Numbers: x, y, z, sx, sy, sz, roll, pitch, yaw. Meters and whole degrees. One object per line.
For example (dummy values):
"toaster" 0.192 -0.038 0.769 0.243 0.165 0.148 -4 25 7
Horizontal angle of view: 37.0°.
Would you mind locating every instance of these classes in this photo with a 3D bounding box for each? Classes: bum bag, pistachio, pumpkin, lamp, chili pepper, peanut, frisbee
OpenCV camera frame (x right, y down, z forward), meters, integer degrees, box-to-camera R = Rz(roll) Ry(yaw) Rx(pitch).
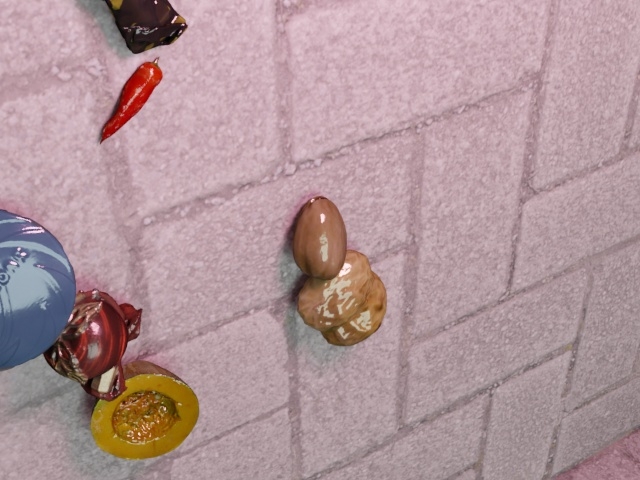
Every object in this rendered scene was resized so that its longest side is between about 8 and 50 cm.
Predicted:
"bum bag" -0.287 -0.377 1.455 0.106 0.060 0.232 -47 141 -12
"pistachio" 0.000 0.000 1.946 0.126 0.108 0.185 -19 119 -22
"pumpkin" -0.361 0.327 1.927 0.218 0.110 0.217 -12 130 -15
"lamp" -0.412 0.192 1.725 0.223 0.151 0.215 16 102 -39
"chili pepper" -0.313 -0.228 1.576 0.178 0.027 0.045 -50 139 7
"peanut" 0.056 0.132 2.093 0.196 0.110 0.233 -48 139 -5
"frisbee" -0.542 0.088 1.548 0.290 0.049 0.289 -6 110 -16
